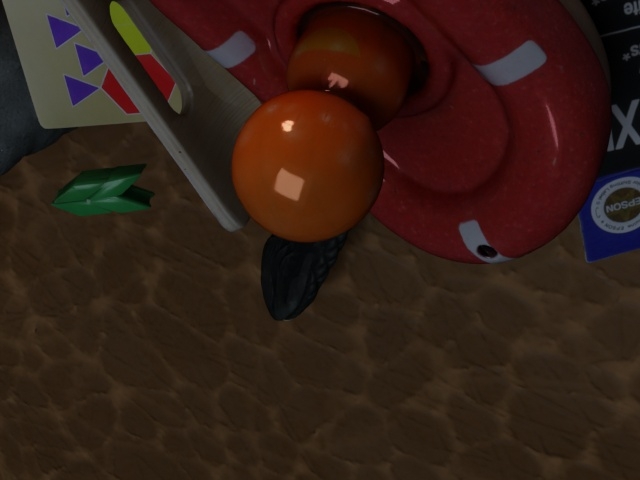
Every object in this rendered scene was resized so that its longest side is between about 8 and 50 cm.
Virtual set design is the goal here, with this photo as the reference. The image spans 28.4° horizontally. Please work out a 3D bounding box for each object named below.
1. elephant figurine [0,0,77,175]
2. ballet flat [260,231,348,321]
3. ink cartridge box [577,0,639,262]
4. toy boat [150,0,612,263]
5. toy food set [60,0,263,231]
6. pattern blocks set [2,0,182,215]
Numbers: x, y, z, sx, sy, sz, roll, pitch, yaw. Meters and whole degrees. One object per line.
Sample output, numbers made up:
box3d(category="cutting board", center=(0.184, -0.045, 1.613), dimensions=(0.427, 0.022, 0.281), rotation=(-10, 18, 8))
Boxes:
box3d(category="elephant figurine", center=(-0.263, -0.153, 0.798), dimensions=(0.169, 0.186, 0.239), rotation=(17, 139, 59))
box3d(category="ballet flat", center=(0.000, 0.000, 0.842), dimensions=(0.057, 0.049, 0.173), rotation=(61, 144, 25))
box3d(category="ink cartridge box", center=(0.183, -0.144, 0.559), dimensions=(0.176, 0.069, 0.370), rotation=(-15, 125, 4))
box3d(category="toy boat", center=(0.012, -0.063, 0.515), dimensions=(0.231, 0.151, 0.151), rotation=(40, 146, -26))
box3d(category="toy food set", center=(0.032, -0.145, 0.617), dimensions=(0.306, 0.092, 0.219), rotation=(-23, 122, 18))
box3d(category="pattern blocks set", center=(-0.108, -0.148, 0.699), dimensions=(0.286, 0.026, 0.324), rotation=(3, 128, 1))
